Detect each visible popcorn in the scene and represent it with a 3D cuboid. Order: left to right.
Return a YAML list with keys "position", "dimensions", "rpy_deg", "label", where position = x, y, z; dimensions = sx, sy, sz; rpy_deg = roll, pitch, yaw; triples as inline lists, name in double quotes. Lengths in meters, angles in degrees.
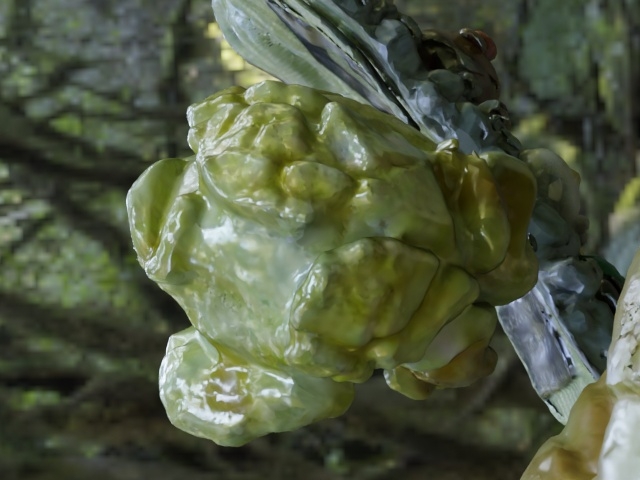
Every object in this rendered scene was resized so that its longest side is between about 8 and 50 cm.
- position: [0.000, 0.000, 0.678]
  dimensions: [0.135, 0.162, 0.141]
  rpy_deg: [66, -173, 30]
  label: "popcorn"

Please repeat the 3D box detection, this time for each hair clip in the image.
- position: [0.069, -0.051, 0.929]
  dimensions: [0.321, 0.091, 0.138]
  rpy_deg: [51, 165, 7]
  label: "hair clip"

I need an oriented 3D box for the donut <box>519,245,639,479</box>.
- position: [0.211, 0.115, 0.487]
  dimensions: [0.170, 0.360, 0.360]
  rpy_deg: [-52, 20, 44]
  label: "donut"
